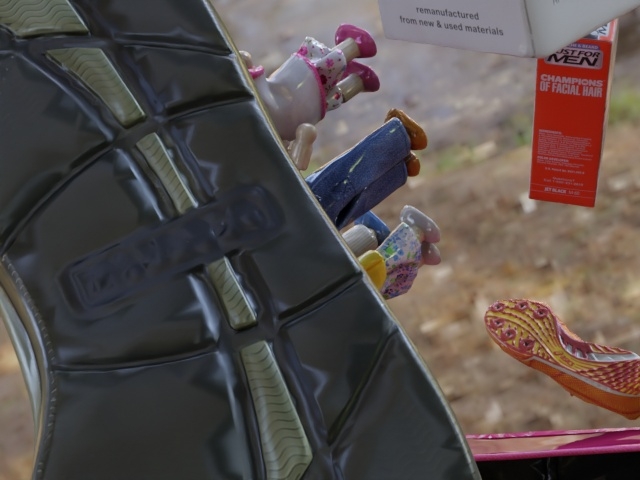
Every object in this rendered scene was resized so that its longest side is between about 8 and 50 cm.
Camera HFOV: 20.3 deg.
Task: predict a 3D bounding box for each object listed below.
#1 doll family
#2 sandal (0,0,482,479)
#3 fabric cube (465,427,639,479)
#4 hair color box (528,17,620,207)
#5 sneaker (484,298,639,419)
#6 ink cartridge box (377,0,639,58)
[{"bbox_3d":[0.000,0.000,1.132,0.163,0.263,0.118,-37,52,-27],"label":"doll family"},{"bbox_3d":[-0.034,0.039,0.509,0.120,0.086,0.303,-16,62,-7],"label":"sandal"},{"bbox_3d":[0.139,0.248,1.089,0.254,0.259,0.258,-4,-4,7],"label":"fabric cube"},{"bbox_3d":[0.180,-0.113,1.258,0.053,0.167,0.093,7,52,11],"label":"hair color box"},{"bbox_3d":[0.218,0.110,1.605,0.175,0.067,0.064,32,62,30],"label":"sneaker"},{"bbox_3d":[0.120,-0.284,0.971,0.223,0.308,0.129,-29,28,-32],"label":"ink cartridge box"}]
